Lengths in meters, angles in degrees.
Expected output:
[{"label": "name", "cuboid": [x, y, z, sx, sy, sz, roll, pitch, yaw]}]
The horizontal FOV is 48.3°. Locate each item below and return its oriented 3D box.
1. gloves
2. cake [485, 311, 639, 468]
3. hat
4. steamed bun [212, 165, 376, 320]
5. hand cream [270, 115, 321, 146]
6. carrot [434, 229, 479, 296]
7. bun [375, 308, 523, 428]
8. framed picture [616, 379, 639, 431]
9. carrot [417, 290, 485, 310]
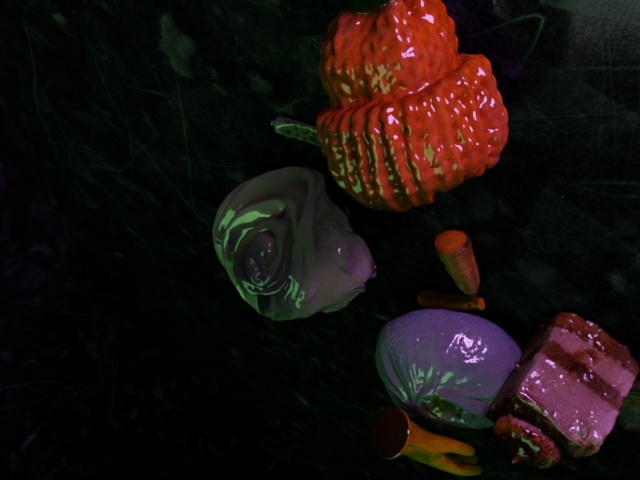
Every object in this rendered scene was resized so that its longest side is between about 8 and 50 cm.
[{"label": "gloves", "cuboid": [0.262, 0.479, 1.673, 0.294, 0.116, 0.133, 25, -163, -32]}, {"label": "cake", "cuboid": [0.460, 0.313, 1.410, 0.196, 0.293, 0.199, 39, 153, 9]}, {"label": "hat", "cuboid": [0.083, -0.245, 1.024, 0.285, 0.285, 0.400, 2, 134, 48]}, {"label": "steamed bun", "cuboid": [-0.087, 0.023, 1.538, 0.394, 0.237, 0.346, 21, 121, 26]}, {"label": "hand cream", "cuboid": [-0.026, -0.216, 1.443, 0.165, 0.037, 0.057, 21, 150, 16]}, {"label": "carrot", "cuboid": [0.293, 0.058, 1.469, 0.072, 0.072, 0.205, 15, 152, 35]}, {"label": "bun", "cuboid": [0.294, 0.309, 1.651, 0.362, 0.211, 0.362, 18, 148, 11]}, {"label": "framed picture", "cuboid": [0.673, 0.356, 1.527, 0.168, 0.023, 0.128, 48, 150, -22]}, {"label": "carrot", "cuboid": [0.294, 0.137, 1.609, 0.171, 0.042, 0.042, 0, 136, 45]}]
